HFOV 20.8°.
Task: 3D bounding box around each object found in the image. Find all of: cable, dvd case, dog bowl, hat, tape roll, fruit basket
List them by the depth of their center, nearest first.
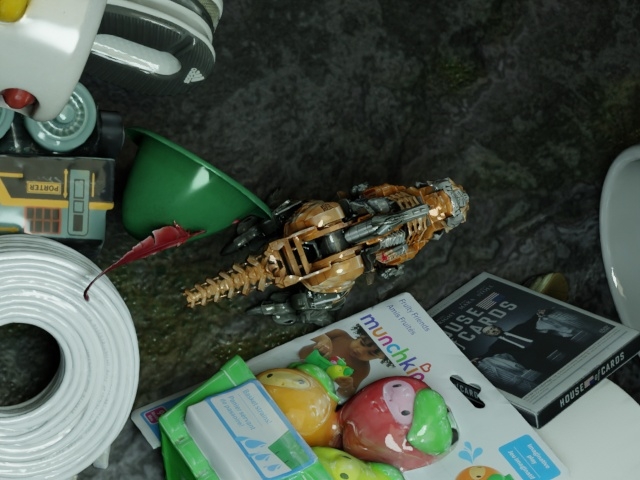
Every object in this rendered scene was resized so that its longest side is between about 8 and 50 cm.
[{"bbox_3d":[-0.308,0.124,1.725,0.257,0.089,0.257,9,100,-18],"label":"cable"},{"bbox_3d":[-0.175,-0.001,1.789,0.208,0.173,0.183,38,79,-46],"label":"hat"},{"bbox_3d":[0.024,0.201,1.796,0.353,0.327,0.165,-26,136,-16],"label":"fruit basket"},{"bbox_3d":[0.261,0.282,1.923,0.169,0.246,0.246,-27,91,-28],"label":"tape roll"},{"bbox_3d":[0.211,0.118,1.946,0.179,0.239,0.029,-33,127,-31],"label":"dvd case"},{"bbox_3d":[0.438,0.028,2.021,0.102,0.349,0.348,-14,85,-15],"label":"dog bowl"}]

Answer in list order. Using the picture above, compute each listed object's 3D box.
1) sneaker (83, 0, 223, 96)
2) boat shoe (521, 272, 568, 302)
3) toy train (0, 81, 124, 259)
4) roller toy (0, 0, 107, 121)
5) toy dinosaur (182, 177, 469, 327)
[{"bbox_3d":[-0.307,-0.341,1.861,0.447,0.169,0.257,21,54,-17],"label":"sneaker"},{"bbox_3d":[0.238,0.097,2.063,0.152,0.049,0.056,-45,118,-31],"label":"boat shoe"},{"bbox_3d":[-0.361,-0.074,1.767,0.334,0.142,0.190,2,88,-25],"label":"toy train"},{"bbox_3d":[-0.291,-0.218,1.649,0.146,0.191,0.209,18,30,-16],"label":"roller toy"},{"bbox_3d":[0.000,0.000,1.872,0.322,0.218,0.164,3,78,-25],"label":"toy dinosaur"}]
